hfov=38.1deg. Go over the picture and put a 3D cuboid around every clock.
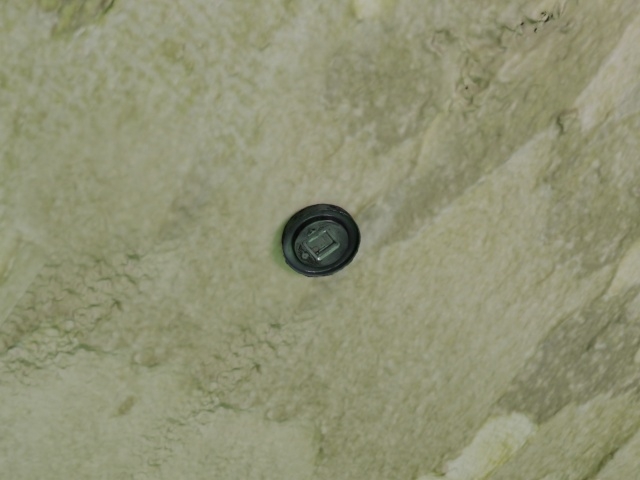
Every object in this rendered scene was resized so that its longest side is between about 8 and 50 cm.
[{"bbox_3d":[0.000,0.000,0.968,0.085,0.017,0.085,-7,124,-11],"label":"clock"}]
